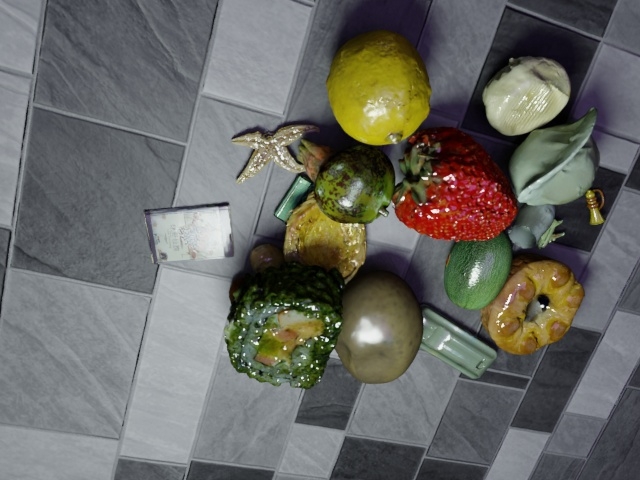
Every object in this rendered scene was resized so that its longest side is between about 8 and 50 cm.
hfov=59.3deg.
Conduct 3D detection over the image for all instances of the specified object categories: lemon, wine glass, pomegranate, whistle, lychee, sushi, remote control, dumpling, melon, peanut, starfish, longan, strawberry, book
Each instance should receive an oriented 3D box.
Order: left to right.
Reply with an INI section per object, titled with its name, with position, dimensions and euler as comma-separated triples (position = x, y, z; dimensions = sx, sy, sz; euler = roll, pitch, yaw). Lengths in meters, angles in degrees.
[book]
position = -0.362, -0.016, 1.565
dimensions = 0.231, 0.026, 0.158
euler = -6, 111, -7
[lychee]
position = -0.208, 0.158, 1.612
dimensions = 0.114, 0.114, 0.147
euler = 7, 122, -12
[starfish]
position = -0.116, -0.233, 1.513
dimensions = 0.247, 0.050, 0.138
euler = -9, 113, -3
[sushi]
position = -0.102, 0.223, 1.487
dimensions = 0.293, 0.178, 0.352
euler = 14, 126, -10
[peanut]
position = -0.091, 0.106, 1.613
dimensions = 0.263, 0.101, 0.117
euler = 33, 71, -22
[pomegranate]
position = 0.054, -0.148, 1.451
dimensions = 0.276, 0.222, 0.204
euler = 8, 95, 18
[longan]
position = 0.162, 0.252, 1.628
dimensions = 0.288, 0.288, 0.350
euler = -11, 119, -5
[lemon]
position = 0.142, -0.376, 1.382
dimensions = 0.260, 0.260, 0.284
euler = 10, 84, -13
[remote control]
position = 0.417, 0.332, 1.804
dimensions = 0.335, 0.065, 0.128
euler = 32, 104, -18
[strawberry]
position = 0.377, -0.142, 1.501
dimensions = 0.351, 0.267, 0.312
euler = 20, 74, -14
[melon]
position = 0.465, 0.067, 1.650
dimensions = 0.182, 0.182, 0.288
euler = 14, 109, -14
[wine glass]
position = 0.625, -0.080, 1.610
dimensions = 0.103, 0.103, 0.222
euler = 51, 61, -22
[dumpling]
position = 0.656, -0.216, 1.520
dimensions = 0.270, 0.321, 0.212
euler = -30, 123, 31
[whistle]
position = 0.848, -0.108, 1.723
dimensions = 0.057, 0.046, 0.109
euler = -14, 107, 12

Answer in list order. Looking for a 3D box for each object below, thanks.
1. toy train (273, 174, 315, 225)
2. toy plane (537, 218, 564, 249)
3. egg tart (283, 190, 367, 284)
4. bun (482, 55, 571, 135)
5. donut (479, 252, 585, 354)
[toy train]
position = -0.068, -0.109, 1.573
dimensions = 0.071, 0.038, 0.148
euler = 30, 103, -16
[toy plane]
position = 0.700, -0.022, 1.731
dimensions = 0.102, 0.040, 0.111
euler = 23, 106, -15
[egg tart]
position = 0.000, 0.000, 1.574
dimensions = 0.290, 0.107, 0.291
euler = -3, 96, -29
[bun]
position = 0.546, -0.399, 1.516
dimensions = 0.229, 0.145, 0.229
euler = -12, 146, -8
[donut]
position = 0.644, 0.193, 1.734
dimensions = 0.317, 0.150, 0.299
euler = -30, 118, 0
